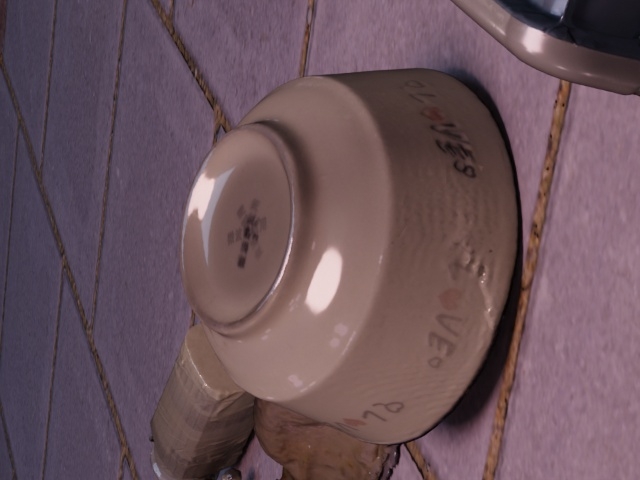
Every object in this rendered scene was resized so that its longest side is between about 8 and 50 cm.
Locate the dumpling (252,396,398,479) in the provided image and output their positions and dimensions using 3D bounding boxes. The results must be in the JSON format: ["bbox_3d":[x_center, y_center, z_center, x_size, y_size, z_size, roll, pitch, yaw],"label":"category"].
[{"bbox_3d":[-0.003,0.100,1.396,0.166,0.086,0.332,-107,20,-53],"label":"dumpling"}]

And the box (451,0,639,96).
[{"bbox_3d":[0.132,-0.129,0.827,0.227,0.162,0.130,-122,46,-62],"label":"box"}]

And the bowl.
[{"bbox_3d":[0.000,0.000,1.202,0.237,0.126,0.238,-19,66,51],"label":"bowl"}]

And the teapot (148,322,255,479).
[{"bbox_3d":[-0.088,0.157,1.700,0.107,0.077,0.200,61,151,23],"label":"teapot"}]
